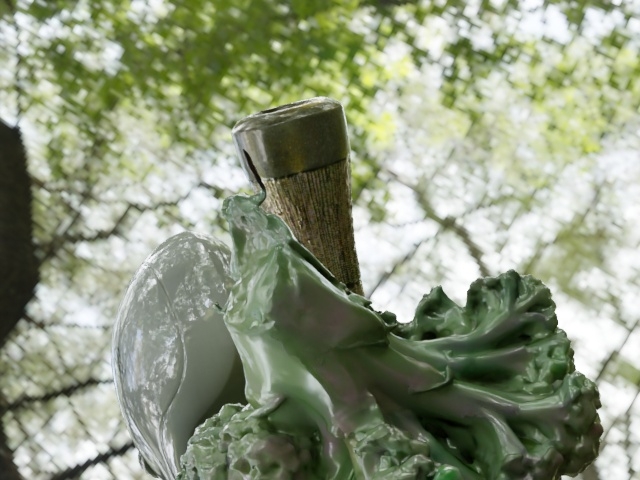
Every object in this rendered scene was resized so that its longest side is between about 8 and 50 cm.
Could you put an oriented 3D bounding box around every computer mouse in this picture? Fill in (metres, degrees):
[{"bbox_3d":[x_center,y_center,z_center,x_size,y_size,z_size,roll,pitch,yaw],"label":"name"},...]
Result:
[{"bbox_3d":[-0.123,0.134,1.311,0.121,0.184,0.297,-12,-41,-25],"label":"computer mouse"}]

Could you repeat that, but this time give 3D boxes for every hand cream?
[{"bbox_3d":[0.000,0.000,1.075,0.084,0.084,0.203,-22,-80,-40],"label":"hand cream"}]

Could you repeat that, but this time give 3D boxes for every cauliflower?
[{"bbox_3d":[0.016,0.092,0.882,0.315,0.256,0.239,55,-136,-24],"label":"cauliflower"}]
